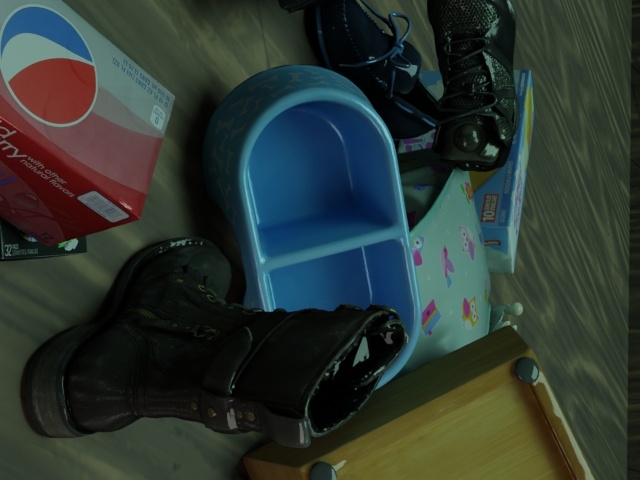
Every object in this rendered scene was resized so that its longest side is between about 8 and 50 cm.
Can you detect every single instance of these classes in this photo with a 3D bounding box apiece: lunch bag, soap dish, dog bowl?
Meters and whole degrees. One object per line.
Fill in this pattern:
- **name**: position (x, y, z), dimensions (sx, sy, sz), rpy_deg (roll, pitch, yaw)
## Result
- **lunch bag**: position (0.086, 0.052, 1.197), dimensions (0.262, 0.160, 0.223), rpy_deg (-65, 144, -58)
- **soap dish**: position (0.110, 0.233, 1.026), dimensions (0.229, 0.291, 0.118), rpy_deg (65, -19, 3)
- **dog bowl**: position (0.000, 0.000, 0.983), dimensions (0.074, 0.166, 0.297), rpy_deg (-147, -136, -70)

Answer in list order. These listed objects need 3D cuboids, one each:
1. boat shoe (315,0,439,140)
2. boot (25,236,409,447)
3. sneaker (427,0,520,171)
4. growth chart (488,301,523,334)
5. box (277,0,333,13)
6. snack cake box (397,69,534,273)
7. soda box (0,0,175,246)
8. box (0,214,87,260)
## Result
- **boat shoe**: position (0.074, -0.203, 1.293), dimensions (0.258, 0.089, 0.109), rpy_deg (38, 52, -59)
- **boot**: position (-0.048, 0.069, 0.792), dimensions (0.263, 0.229, 0.091), rpy_deg (-51, 132, -57)
- **sneaker**: position (0.152, -0.161, 1.143), dimensions (0.130, 0.087, 0.227), rpy_deg (-75, 158, -49)
- **growth chart**: position (0.134, 0.147, 1.286), dimensions (0.021, 0.172, 0.237), rpy_deg (57, 38, -19)
- **box**: position (0.006, -0.389, 1.076), dimensions (0.318, 0.097, 0.395), rpy_deg (64, 27, -4)
- **snack cake box**: position (0.172, -0.089, 1.410), dimensions (0.089, 0.152, 0.264), rpy_deg (74, 24, -49)
- **soda box**: position (-0.197, -0.103, 0.587), dimensions (0.263, 0.083, 0.092), rpy_deg (40, 49, -41)
- **box**: position (-0.189, -0.019, 0.706), dimensions (0.083, 0.052, 0.062), rpy_deg (-6, 92, -65)
